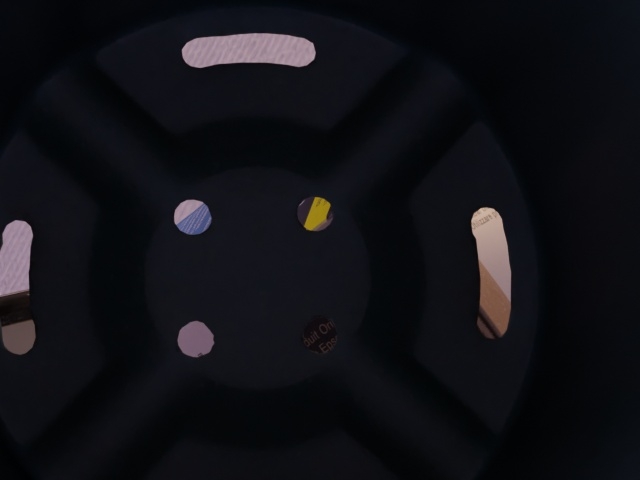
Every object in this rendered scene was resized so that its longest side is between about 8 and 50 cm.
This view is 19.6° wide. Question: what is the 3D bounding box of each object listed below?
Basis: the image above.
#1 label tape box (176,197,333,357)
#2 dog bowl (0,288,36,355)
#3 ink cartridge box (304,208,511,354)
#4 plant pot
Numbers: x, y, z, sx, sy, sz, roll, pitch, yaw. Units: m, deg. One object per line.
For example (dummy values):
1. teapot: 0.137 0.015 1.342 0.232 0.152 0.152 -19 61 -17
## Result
1. label tape box: 0.000 0.000 1.311 0.334 0.106 0.240 -37 18 31
2. dog bowl: -0.258 0.132 0.959 0.408 0.150 0.408 -14 -2 0
3. ink cartridge box: 0.063 0.040 1.011 0.193 0.088 0.235 -40 -7 34
4. plant pot: -0.016 -0.012 0.611 0.341 0.341 0.334 -14 -10 -7
